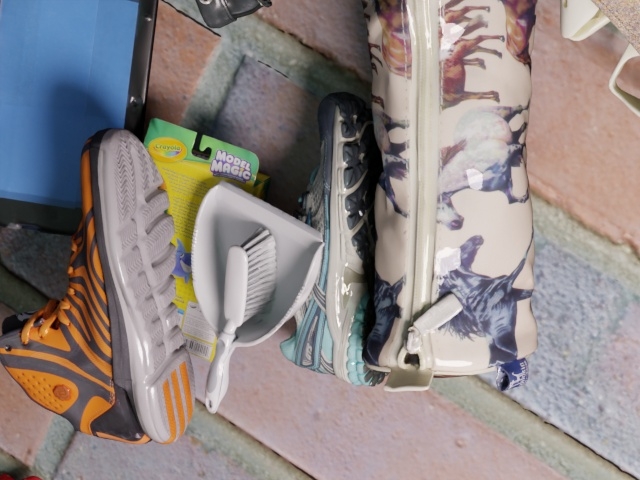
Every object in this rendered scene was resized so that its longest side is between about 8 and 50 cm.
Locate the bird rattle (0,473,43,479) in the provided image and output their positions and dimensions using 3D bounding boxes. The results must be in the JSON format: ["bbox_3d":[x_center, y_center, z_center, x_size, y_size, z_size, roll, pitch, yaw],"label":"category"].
[{"bbox_3d":[-0.290,0.382,1.747,0.206,0.143,0.254,4,92,8],"label":"bird rattle"}]

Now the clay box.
[{"bbox_3d":[-0.130,-0.005,1.599,0.127,0.053,0.222,20,109,15],"label":"clay box"}]

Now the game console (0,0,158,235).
[{"bbox_3d":[-0.304,-0.142,1.527,0.173,0.250,0.293,13,103,27],"label":"game console"}]

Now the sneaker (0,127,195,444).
[{"bbox_3d":[-0.236,0.051,1.557,0.180,0.124,0.321,1,106,21],"label":"sneaker"}]

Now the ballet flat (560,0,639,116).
[{"bbox_3d":[0.272,-0.183,1.377,0.106,0.107,0.316,-40,86,32],"label":"ballet flat"}]

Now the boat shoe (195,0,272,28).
[{"bbox_3d":[-0.159,-0.344,1.485,0.113,0.127,0.340,-36,99,13],"label":"boat shoe"}]

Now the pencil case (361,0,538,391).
[{"bbox_3d":[0.112,-0.075,1.418,0.159,0.183,0.411,1,103,12],"label":"pencil case"}]

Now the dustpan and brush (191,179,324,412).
[{"bbox_3d":[-0.078,0.068,1.524,0.147,0.060,0.211,28,124,34],"label":"dustpan and brush"}]

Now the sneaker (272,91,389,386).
[{"bbox_3d":[0.000,0.000,1.523,0.122,0.110,0.283,4,104,25],"label":"sneaker"}]
